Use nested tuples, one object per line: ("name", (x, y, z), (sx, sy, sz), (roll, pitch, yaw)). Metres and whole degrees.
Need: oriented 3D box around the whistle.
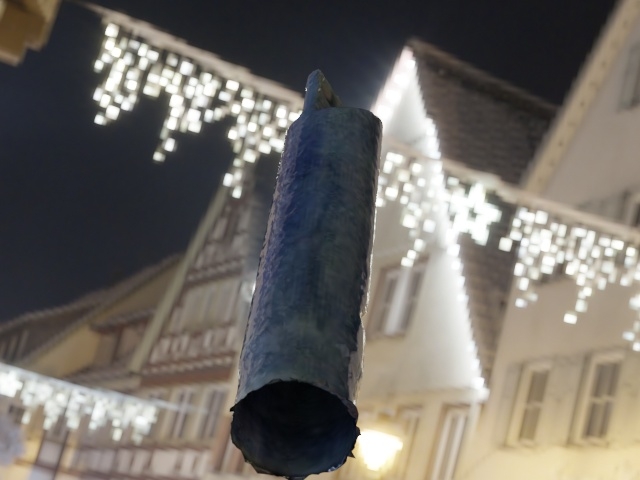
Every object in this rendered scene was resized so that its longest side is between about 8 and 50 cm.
("whistle", (0.000, 0.000, 0.725), (0.062, 0.304, 0.062), (2, -57, 4))
